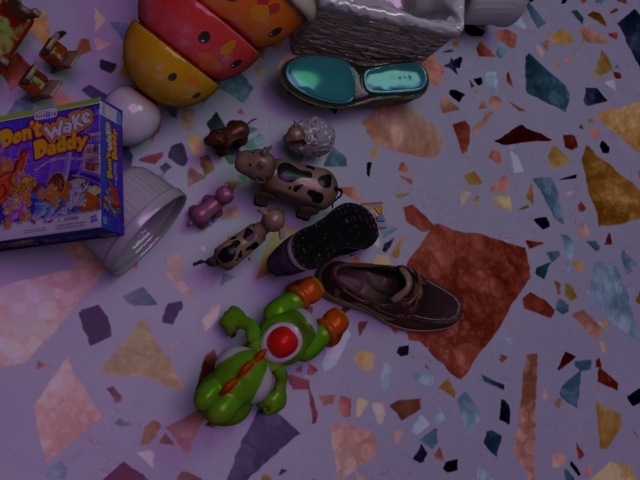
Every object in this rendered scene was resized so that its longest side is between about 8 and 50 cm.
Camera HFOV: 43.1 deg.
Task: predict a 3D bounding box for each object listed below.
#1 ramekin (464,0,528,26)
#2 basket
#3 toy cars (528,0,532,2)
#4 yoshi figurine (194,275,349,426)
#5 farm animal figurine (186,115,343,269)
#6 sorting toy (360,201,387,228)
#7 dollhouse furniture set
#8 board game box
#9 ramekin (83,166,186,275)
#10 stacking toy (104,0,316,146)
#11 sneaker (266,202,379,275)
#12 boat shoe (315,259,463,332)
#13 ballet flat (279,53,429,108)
[{"bbox_3d":[0.376,-0.640,1.907,0.135,0.277,0.277,-8,81,-13],"label":"ramekin"},{"bbox_3d":[0.119,-0.582,1.797,0.328,0.266,0.331,7,76,-18],"label":"basket"},{"bbox_3d":[0.478,-0.763,2.071,0.177,0.087,0.393,-7,77,-26],"label":"toy cars"},{"bbox_3d":[-0.120,0.237,1.603,0.362,0.204,0.203,-39,133,-37],"label":"yoshi figurine"},{"bbox_3d":[-0.105,-0.106,1.657,0.327,0.172,0.330,-1,78,-20],"label":"farm animal figurine"},{"bbox_3d":[0.108,-0.055,1.809,0.083,0.012,0.062,-4,80,-21],"label":"sorting toy"},{"bbox_3d":[-0.638,-0.347,1.532,0.262,0.135,0.259,39,65,-34],"label":"dollhouse furniture set"},{"bbox_3d":[-0.525,-0.108,1.454,0.347,0.078,0.233,-7,78,16],"label":"board game box"},{"bbox_3d":[-0.363,-0.045,1.538,0.109,0.207,0.207,41,67,3],"label":"ramekin"},{"bbox_3d":[-0.268,-0.383,1.611,0.351,0.350,0.480,35,97,-9],"label":"stacking toy"},{"bbox_3d":[0.000,0.000,1.713,0.283,0.124,0.107,-20,86,-45],"label":"sneaker"},{"bbox_3d":[0.164,0.113,1.731,0.342,0.123,0.123,19,72,-15],"label":"boat shoe"},{"bbox_3d":[0.069,-0.347,1.809,0.349,0.123,0.123,-4,79,-17],"label":"ballet flat"}]
